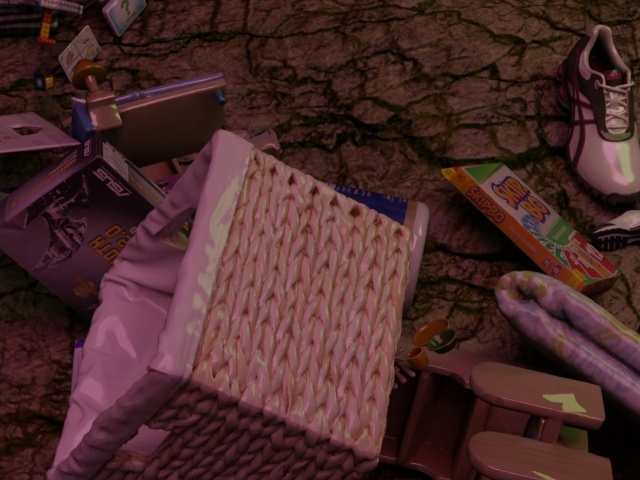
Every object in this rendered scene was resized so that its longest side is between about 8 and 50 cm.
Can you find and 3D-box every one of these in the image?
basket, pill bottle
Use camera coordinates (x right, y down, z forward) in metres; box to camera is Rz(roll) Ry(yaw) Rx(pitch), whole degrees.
[{"bbox_3d":[-0.096,0.121,1.642,0.266,0.328,0.331,24,50,-18],"label":"basket"},{"bbox_3d":[0.000,0.000,1.941,0.265,0.153,0.153,11,56,2],"label":"pill bottle"}]

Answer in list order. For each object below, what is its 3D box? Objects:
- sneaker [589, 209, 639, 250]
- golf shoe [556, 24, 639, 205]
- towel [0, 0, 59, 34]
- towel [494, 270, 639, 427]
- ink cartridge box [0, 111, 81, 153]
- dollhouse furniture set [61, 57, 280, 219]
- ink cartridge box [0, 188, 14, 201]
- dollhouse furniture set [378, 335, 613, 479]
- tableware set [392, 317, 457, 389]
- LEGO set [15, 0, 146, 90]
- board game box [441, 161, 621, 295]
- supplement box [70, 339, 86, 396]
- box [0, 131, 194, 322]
[{"bbox_3d":[0.420,-0.017,2.073,0.109,0.040,0.044,-10,42,-17],"label":"sneaker"},{"bbox_3d":[0.402,-0.178,2.125,0.105,0.120,0.273,-5,59,-12],"label":"golf shoe"},{"bbox_3d":[-0.515,-0.407,2.174,0.284,0.121,0.235,-5,56,-8],"label":"towel"},{"bbox_3d":[0.384,0.168,1.780,0.374,0.320,0.090,36,88,17],"label":"towel"},{"bbox_3d":[-0.459,-0.103,1.873,0.261,0.066,0.296,-6,14,-21],"label":"ink cartridge box"},{"bbox_3d":[-0.201,-0.178,1.945,0.286,0.303,0.198,-18,61,-17],"label":"dollhouse furniture set"},{"bbox_3d":[-0.523,0.049,1.870,0.176,0.069,0.371,12,41,2],"label":"ink cartridge box"},{"bbox_3d":[0.141,0.287,1.660,0.256,0.362,0.394,12,28,0],"label":"dollhouse furniture set"},{"bbox_3d":[0.094,0.109,1.675,0.104,0.024,0.154,-34,20,-5],"label":"tableware set"},{"bbox_3d":[-0.335,-0.324,2.098,0.060,0.182,0.244,13,53,33],"label":"LEGO set"},{"bbox_3d":[0.284,-0.024,2.025,0.259,0.039,0.124,43,27,23],"label":"board game box"},{"bbox_3d":[-0.243,0.241,1.778,0.111,0.114,0.220,3,55,-6],"label":"supplement box"},{"bbox_3d":[-0.264,-0.002,1.829,0.183,0.231,0.056,-33,36,16],"label":"box"}]
